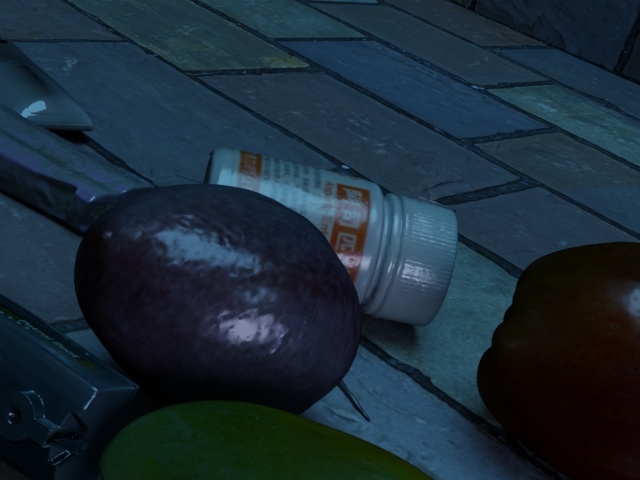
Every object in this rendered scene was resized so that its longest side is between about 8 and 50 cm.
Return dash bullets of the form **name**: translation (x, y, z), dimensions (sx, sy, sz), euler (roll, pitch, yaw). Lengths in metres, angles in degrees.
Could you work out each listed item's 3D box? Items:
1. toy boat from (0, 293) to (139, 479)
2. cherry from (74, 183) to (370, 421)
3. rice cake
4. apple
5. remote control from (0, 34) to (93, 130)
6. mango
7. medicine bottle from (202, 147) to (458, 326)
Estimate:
- **toy boat**: translation (-0.235, 0.089, 0.731), dimensions (0.246, 0.093, 0.103), euler (27, 6, 23)
- **cherry**: translation (-0.076, 0.048, 0.798), dimensions (0.213, 0.183, 0.266), euler (24, -8, 47)
- **rice cake**: translation (-0.323, -0.093, 1.106), dimensions (0.298, 0.050, 0.106), euler (28, 27, 22)
- **apple**: translation (0.256, 0.107, 0.865), dimensions (0.234, 0.234, 0.234), euler (14, 25, -7)
- **remote control**: translation (-0.399, -0.215, 1.311), dimensions (0.109, 0.055, 0.313), euler (-3, 31, -38)
- **mango**: translation (-0.022, 0.181, 0.660), dimensions (0.251, 0.114, 0.156), euler (17, 30, 22)
- **medicine bottle**: translation (0.000, 0.000, 1.013), dimensions (0.252, 0.144, 0.144), euler (13, 25, -12)
